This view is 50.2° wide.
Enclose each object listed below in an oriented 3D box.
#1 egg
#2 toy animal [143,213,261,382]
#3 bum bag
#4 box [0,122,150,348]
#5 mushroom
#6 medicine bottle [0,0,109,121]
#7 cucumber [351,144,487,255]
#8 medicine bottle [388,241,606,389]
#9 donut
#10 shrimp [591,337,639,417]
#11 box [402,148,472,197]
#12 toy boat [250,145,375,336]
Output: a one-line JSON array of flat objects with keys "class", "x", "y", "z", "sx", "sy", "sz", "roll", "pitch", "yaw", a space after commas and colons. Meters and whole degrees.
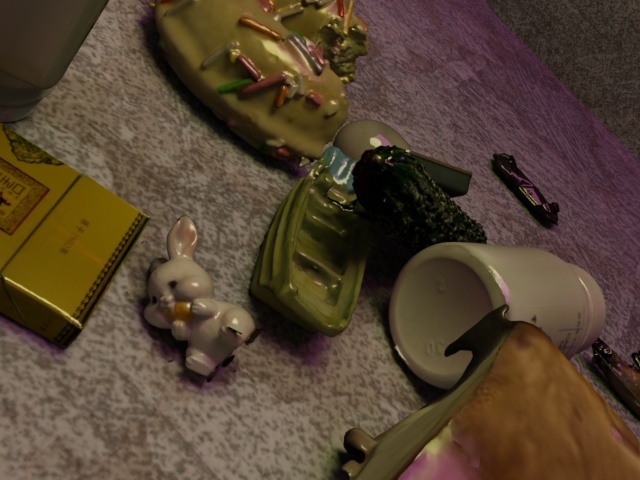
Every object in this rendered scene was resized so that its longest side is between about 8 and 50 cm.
[{"class": "egg", "x": 0.077, "y": -0.112, "z": 0.964, "sx": 0.135, "sy": 0.103, "sz": 0.103, "roll": 37, "pitch": 33, "yaw": -24}, {"class": "toy animal", "x": -0.112, "y": 0.053, "z": 0.603, "sx": 0.124, "sy": 0.071, "sz": 0.085, "roll": 45, "pitch": 33, "yaw": -1}, {"class": "bum bag", "x": 0.424, "y": -0.109, "z": 1.397, "sx": 0.197, "sy": 0.049, "sz": 0.087, "roll": 51, "pitch": 28, "yaw": 11}, {"class": "box", "x": -0.288, "y": -0.043, "z": 0.546, "sx": 0.279, "sy": 0.041, "sz": 0.153, "roll": 34, "pitch": 33, "yaw": -15}, {"class": "mushroom", "x": 0.169, "y": 0.296, "z": 0.505, "sx": 0.397, "sy": 0.224, "sz": 0.314, "roll": 50, "pitch": 30, "yaw": 6}, {"class": "medicine bottle", "x": -0.227, "y": -0.243, "z": 0.568, "sx": 0.124, "sy": 0.324, "sz": 0.179, "roll": 20, "pitch": 43, "yaw": -33}, {"class": "cucumber", "x": 0.121, "y": -0.028, "z": 0.826, "sx": 0.096, "sy": 0.096, "sz": 0.359, "roll": 61, "pitch": 16, "yaw": 23}, {"class": "medicine bottle", "x": 0.232, "y": 0.089, "z": 0.853, "sx": 0.293, "sy": 0.170, "sz": 0.170, "roll": 2, "pitch": 52, "yaw": -46}, {"class": "donut", "x": -0.072, "y": -0.288, "z": 0.952, "sx": 0.307, "sy": 0.150, "sz": 0.371, "roll": 36, "pitch": 34, "yaw": -13}, {"class": "shrimp", "x": 0.523, "y": 0.219, "z": 1.153, "sx": 0.262, "sy": 0.051, "sz": 0.198, "roll": 43, "pitch": 26, "yaw": -8}, {"class": "box", "x": 0.125, "y": -0.082, "z": 0.882, "sx": 0.126, "sy": 0.091, "sz": 0.031, "roll": 15, "pitch": 78, "yaw": -31}, {"class": "toy boat", "x": -0.004, "y": 0.002, "z": 0.775, "sx": 0.111, "sy": 0.084, "sz": 0.276, "roll": 37, "pitch": 37, "yaw": -18}]
